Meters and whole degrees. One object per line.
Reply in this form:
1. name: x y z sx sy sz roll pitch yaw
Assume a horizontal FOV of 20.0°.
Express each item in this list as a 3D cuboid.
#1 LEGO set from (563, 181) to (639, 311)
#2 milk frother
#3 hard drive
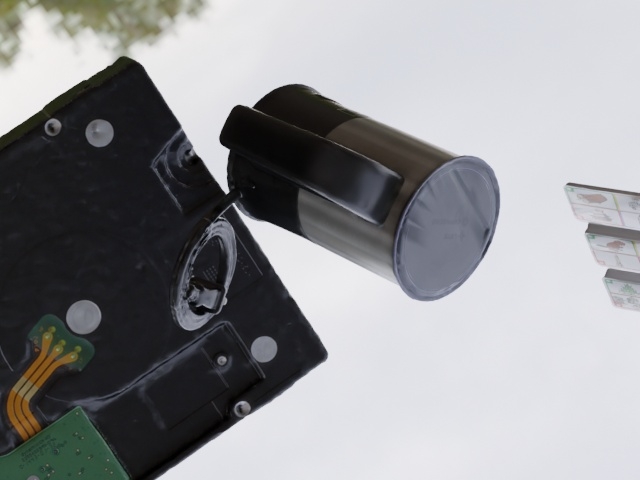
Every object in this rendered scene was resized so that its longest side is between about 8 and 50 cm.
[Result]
1. LEGO set: 0.310 0.006 1.278 0.244 0.182 0.060 9 -116 28
2. milk frother: 0.000 0.000 0.993 0.129 0.143 0.134 -1 -160 -47
3. hard drive: -0.196 0.072 1.147 0.339 0.237 0.064 -35 -164 -7
